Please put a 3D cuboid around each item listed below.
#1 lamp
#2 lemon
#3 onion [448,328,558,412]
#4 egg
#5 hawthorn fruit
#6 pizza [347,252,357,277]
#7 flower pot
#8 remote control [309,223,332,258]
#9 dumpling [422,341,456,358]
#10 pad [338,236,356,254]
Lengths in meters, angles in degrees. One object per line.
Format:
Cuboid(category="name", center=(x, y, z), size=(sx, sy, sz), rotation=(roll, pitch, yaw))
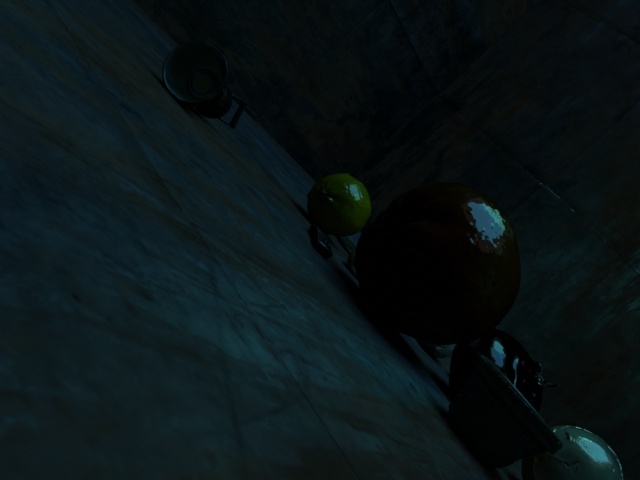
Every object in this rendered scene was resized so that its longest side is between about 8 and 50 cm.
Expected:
Cuboid(category="lamp", center=(-0.283, -0.367, 1.498), size=(0.172, 0.147, 0.227), rotation=(25, -5, 4))
Cuboid(category="lemon", center=(0.057, -0.107, 1.895), size=(0.192, 0.192, 0.231), rotation=(51, 7, 28))
Cuboid(category="onion", center=(0.453, 0.334, 1.513), size=(0.273, 0.285, 0.272), rotation=(25, 51, -36))
Cuboid(category="egg", center=(0.536, 0.504, 1.330), size=(0.201, 0.201, 0.244), rotation=(53, -4, 41))
Cuboid(category="hawthorn fruit", center=(0.294, 0.073, 1.465), size=(0.403, 0.403, 0.403), rotation=(48, 6, -6))
Cuboid(category="pizza", center=(0.171, 0.107, 1.837), size=(0.161, 0.086, 0.305), rotation=(53, 9, 34))
Cuboid(category="flower pot", center=(0.339, 0.345, 1.210), size=(0.235, 0.141, 0.235), rotation=(49, 5, -6))
Cuboid(category="remote control", center=(0.000, 0.000, 1.571), size=(0.059, 0.028, 0.212), rotation=(43, 6, -11))
Cuboid(category="dumpling", center=(0.348, 0.292, 1.884), size=(0.127, 0.108, 0.188), rotation=(24, 8, 36))
Cuboid(category="pad", center=(0.141, 0.058, 2.275), size=(0.284, 0.018, 0.286), rotation=(46, 5, -25))
